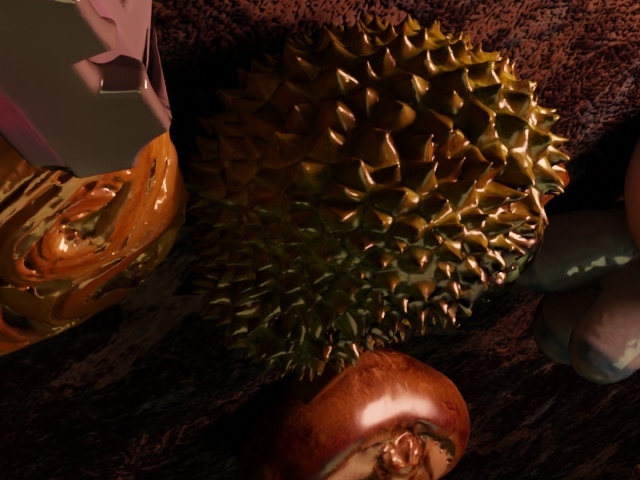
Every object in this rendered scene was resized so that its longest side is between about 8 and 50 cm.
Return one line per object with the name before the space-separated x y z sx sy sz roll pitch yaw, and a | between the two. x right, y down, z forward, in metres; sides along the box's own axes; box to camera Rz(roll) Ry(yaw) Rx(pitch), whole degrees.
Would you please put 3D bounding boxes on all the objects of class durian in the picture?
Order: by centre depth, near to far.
durian | 0.024 -0.035 1.346 0.291 0.225 0.291 -34 -178 1

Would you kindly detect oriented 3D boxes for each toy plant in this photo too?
toy plant | 0.327 0.022 1.969 0.247 0.247 0.332 -11 157 -46

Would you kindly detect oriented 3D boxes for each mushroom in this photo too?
mushroom | 0.029 0.211 1.998 0.253 0.153 0.253 -21 152 -12

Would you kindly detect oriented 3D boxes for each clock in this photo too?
clock | -0.127 -0.155 0.912 0.083 0.186 0.253 -5 162 9

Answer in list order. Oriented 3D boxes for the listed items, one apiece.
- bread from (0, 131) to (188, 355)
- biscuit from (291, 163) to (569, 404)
bread | -0.180 -0.021 1.214 0.198 0.120 0.236 -31 159 -10
biscuit | 0.095 0.034 1.756 0.318 0.040 0.318 -40 176 -4
